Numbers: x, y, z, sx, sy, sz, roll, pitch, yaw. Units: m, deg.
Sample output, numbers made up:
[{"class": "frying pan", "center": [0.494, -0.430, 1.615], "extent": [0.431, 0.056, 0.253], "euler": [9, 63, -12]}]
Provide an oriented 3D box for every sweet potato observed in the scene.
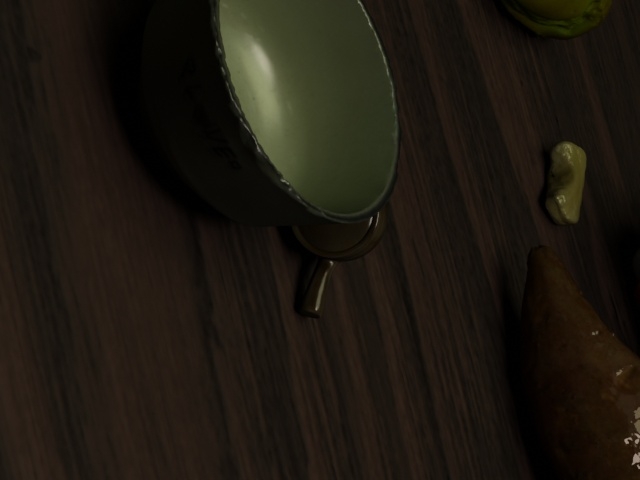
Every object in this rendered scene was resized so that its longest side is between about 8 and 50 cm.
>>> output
[{"class": "sweet potato", "center": [0.242, 0.161, 1.497], "extent": [0.131, 0.131, 0.336], "euler": [-6, 80, -56]}]

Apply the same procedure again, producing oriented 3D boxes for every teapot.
[{"class": "teapot", "center": [0.000, 0.000, 1.306], "extent": [0.080, 0.085, 0.110], "euler": [18, 88, -77]}]

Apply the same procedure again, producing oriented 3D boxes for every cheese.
[{"class": "cheese", "center": [0.222, -0.054, 1.663], "extent": [0.044, 0.030, 0.083], "euler": [44, 47, -45]}]

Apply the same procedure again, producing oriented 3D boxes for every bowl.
[{"class": "bowl", "center": [-0.046, -0.100, 1.221], "extent": [0.211, 0.112, 0.211], "euler": [28, 53, -46]}]

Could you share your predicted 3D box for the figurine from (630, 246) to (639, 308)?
[{"class": "figurine", "center": [0.386, 0.075, 1.698], "extent": [0.342, 0.167, 0.285], "euler": [99, -10, -58]}]

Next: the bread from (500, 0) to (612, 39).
[{"class": "bread", "center": [0.220, -0.375, 1.742], "extent": [0.166, 0.112, 0.383], "euler": [30, 51, -45]}]
